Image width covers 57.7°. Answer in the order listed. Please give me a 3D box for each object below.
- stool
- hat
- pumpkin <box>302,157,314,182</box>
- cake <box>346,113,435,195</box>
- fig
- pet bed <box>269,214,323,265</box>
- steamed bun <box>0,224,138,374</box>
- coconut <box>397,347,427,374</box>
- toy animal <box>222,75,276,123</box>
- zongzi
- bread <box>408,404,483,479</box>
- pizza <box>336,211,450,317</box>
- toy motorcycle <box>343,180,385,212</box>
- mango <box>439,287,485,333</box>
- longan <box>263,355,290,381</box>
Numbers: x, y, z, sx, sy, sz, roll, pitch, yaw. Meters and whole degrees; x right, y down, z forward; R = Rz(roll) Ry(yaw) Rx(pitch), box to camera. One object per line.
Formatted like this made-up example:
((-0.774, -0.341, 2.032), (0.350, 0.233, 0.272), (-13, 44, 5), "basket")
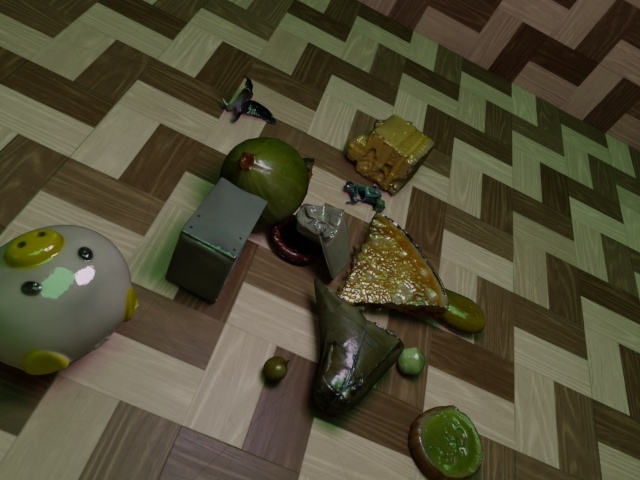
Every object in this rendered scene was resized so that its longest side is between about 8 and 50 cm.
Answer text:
((-0.309, 0.000, 1.728), (0.170, 0.243, 0.269), (28, 46, -5), "stool")
((0.000, 0.000, 1.952), (0.149, 0.244, 0.214), (11, 24, 22), "hat")
((-0.081, -0.256, 2.106), (0.111, 0.163, 0.278), (24, 37, -2), "pumpkin")
((0.271, -0.365, 2.359), (0.286, 0.222, 0.227), (40, 44, 8), "cake")
((-0.188, -0.203, 1.871), (0.316, 0.316, 0.316), (15, 48, -17), "fig")
((-0.078, -0.003, 1.985), (0.201, 0.053, 0.201), (18, 52, -25), "pet bed")
((-0.640, 0.132, 1.399), (0.334, 0.334, 0.374), (41, 51, 7), "steamed bun")
((0.294, 0.384, 1.847), (0.096, 0.087, 0.087), (-2, 49, 7), "coconut")
((-0.303, -0.560, 2.267), (0.160, 0.272, 0.197), (-27, 70, -2), "toy animal")
((0.027, 0.300, 1.717), (0.360, 0.160, 0.323), (44, 45, 10), "zongzi")
((0.371, 0.600, 1.717), (0.236, 0.070, 0.236), (14, 48, -16), "bread")
((0.196, 0.130, 1.989), (0.406, 0.130, 0.439), (-24, 66, -25), "pizza")
((0.168, -0.174, 2.263), (0.173, 0.058, 0.100), (15, 54, -20), "toy motorcycle")
((0.471, 0.247, 2.053), (0.238, 0.091, 0.137), (23, 40, -1), "mango")
((-0.121, 0.360, 1.645), (0.075, 0.083, 0.075), (53, 14, -19), "longan")
